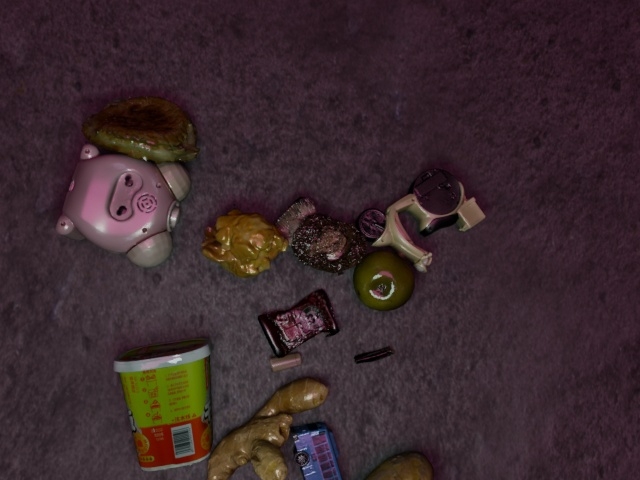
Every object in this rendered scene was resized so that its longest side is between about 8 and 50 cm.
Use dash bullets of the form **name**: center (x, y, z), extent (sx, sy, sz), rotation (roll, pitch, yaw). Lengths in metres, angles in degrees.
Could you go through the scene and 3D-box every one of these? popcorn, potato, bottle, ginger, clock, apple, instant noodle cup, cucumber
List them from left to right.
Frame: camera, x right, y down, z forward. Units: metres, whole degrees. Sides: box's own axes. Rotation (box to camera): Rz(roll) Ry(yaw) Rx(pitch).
- **clock**: center (-0.581, -0.108, 1.613), extent (0.325, 0.184, 0.343), rotation (16, 86, -8)
- **instant noodle cup**: center (-0.425, 0.458, 1.511), extent (0.293, 0.294, 0.308), rotation (-7, 89, -7)
- **popcorn**: center (-0.233, 0.017, 1.618), extent (0.253, 0.190, 0.191), rotation (19, 63, 18)
- **ginger**: center (-0.170, 0.554, 1.559), extent (0.122, 0.347, 0.363), rotation (53, 37, -23)
- **bottle**: center (-0.108, 0.378, 1.654), extent (0.096, 0.045, 0.045), rotation (-10, 83, -9)
- **cucumber**: center (0.172, 0.368, 1.694), extent (0.134, 0.033, 0.034), rotation (-16, 117, -7)
- **apple**: center (0.194, 0.128, 1.651), extent (0.196, 0.157, 0.197), rotation (2, 103, 8)
- **potato**: center (0.222, 0.735, 1.557), extent (0.229, 0.229, 0.266), rotation (34, 77, -1)
- **clock**: center (0.325, -0.061, 1.732), extent (0.378, 0.120, 0.277), rotation (-36, 84, -10)

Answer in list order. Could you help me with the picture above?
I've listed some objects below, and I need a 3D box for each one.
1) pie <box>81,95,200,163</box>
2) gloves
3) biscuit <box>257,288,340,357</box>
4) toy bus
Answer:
- **pie**: center (-0.532, -0.337, 1.609), extent (0.354, 0.103, 0.289), rotation (11, 37, -5)
- **gloves**: center (0.003, -0.006, 1.672), extent (0.312, 0.135, 0.210), rotation (40, 58, 21)
- **biscuit**: center (-0.064, 0.261, 1.665), extent (0.235, 0.063, 0.152), rotation (-22, 86, -15)
- **toy bus**: center (-0.006, 0.665, 1.590), extent (0.133, 0.116, 0.234), rotation (-16, 85, -6)
